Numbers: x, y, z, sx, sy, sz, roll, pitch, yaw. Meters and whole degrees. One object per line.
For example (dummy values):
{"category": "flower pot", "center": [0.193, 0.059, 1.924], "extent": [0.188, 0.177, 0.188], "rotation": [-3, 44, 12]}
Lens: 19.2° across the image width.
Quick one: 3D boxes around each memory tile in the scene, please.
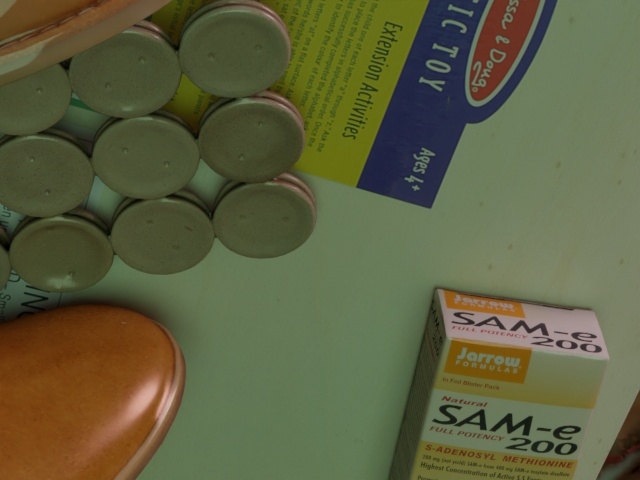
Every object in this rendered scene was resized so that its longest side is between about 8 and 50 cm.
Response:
{"category": "memory tile", "center": [-0.078, -0.028, 0.644], "extent": [0.148, 0.012, 0.113], "rotation": [-9, 133, 2]}

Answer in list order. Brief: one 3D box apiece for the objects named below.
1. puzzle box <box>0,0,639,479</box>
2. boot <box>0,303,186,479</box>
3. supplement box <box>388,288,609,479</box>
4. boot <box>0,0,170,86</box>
{"category": "puzzle box", "center": [0.000, 0.000, 0.713], "extent": [0.272, 0.052, 0.409], "rotation": [16, 117, -10]}
{"category": "boot", "center": [-0.187, 0.040, 0.575], "extent": [0.295, 0.104, 0.211], "rotation": [-32, 127, -22]}
{"category": "supplement box", "center": [0.064, 0.071, 0.704], "extent": [0.062, 0.036, 0.098], "rotation": [7, 118, -7]}
{"category": "boot", "center": [-0.182, -0.150, 0.547], "extent": [0.283, 0.109, 0.220], "rotation": [-2, 117, 9]}
